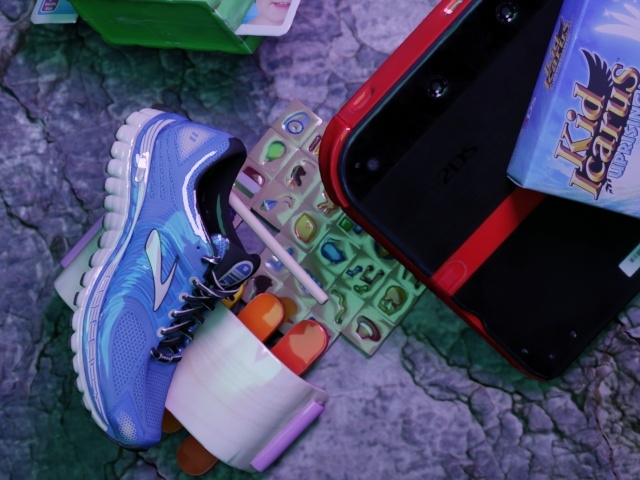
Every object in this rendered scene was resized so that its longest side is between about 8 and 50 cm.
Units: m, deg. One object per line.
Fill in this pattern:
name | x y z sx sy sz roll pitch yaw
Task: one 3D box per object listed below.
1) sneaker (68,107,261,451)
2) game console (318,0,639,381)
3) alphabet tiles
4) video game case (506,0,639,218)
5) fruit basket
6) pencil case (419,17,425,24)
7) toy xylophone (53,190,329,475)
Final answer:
sneaker | -0.142 0.041 1.716 0.147 0.130 0.330 8 86 18
game console | 0.227 -0.101 1.719 0.342 0.060 0.386 42 95 -19
alphabet tiles | 0.000 0.000 1.845 0.237 0.009 0.198 39 91 14
video game case | 0.331 -0.149 1.664 0.244 0.061 0.269 14 102 -13
fruit basket | -0.122 -0.371 1.831 0.327 0.165 0.353 8 75 30
pencil case | 0.234 -0.243 1.774 0.284 0.124 0.124 -35 76 3
toy xylophone | -0.118 0.074 1.815 0.236 0.081 0.322 -39 76 8
